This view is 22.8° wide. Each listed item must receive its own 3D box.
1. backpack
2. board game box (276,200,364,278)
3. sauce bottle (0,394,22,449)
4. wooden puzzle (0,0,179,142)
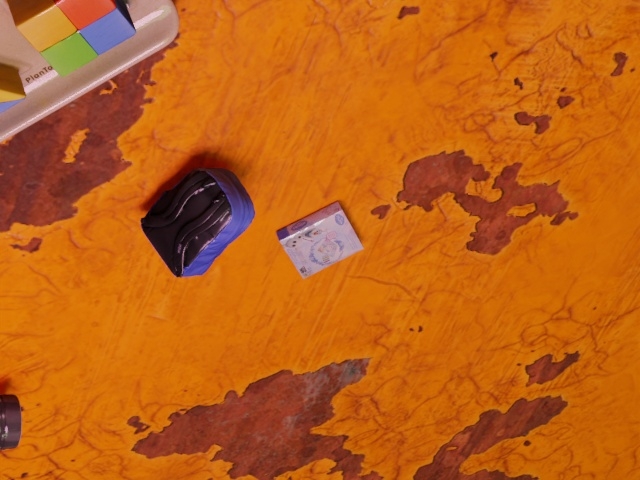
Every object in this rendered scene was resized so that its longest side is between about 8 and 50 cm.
[{"bbox_3d":[-0.137,-0.031,1.880,0.120,0.098,0.101,-47,163,26],"label":"backpack"},{"bbox_3d":[0.000,0.000,2.032,0.090,0.020,0.090,-26,140,4],"label":"board game box"},{"bbox_3d":[-0.546,0.233,1.963,0.344,0.111,0.111,2,134,-24],"label":"sauce bottle"},{"bbox_3d":[-0.345,-0.231,1.570,0.322,0.080,0.348,-29,140,8],"label":"wooden puzzle"}]
